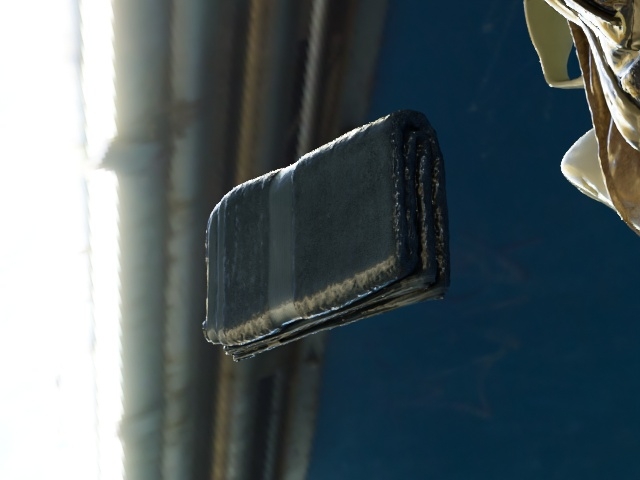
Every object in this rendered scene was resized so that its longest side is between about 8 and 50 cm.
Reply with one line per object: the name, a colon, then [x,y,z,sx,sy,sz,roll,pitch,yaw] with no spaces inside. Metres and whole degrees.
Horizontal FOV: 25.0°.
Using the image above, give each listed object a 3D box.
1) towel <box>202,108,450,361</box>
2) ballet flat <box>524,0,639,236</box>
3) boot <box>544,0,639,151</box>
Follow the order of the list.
towel: [0.000,0.000,0.520,0.119,0.029,0.067,-23,-119,50]
ballet flat: [0.182,-0.103,0.849,0.124,0.116,0.342,-36,-117,51]
boot: [0.130,-0.170,0.631,0.178,0.085,0.236,72,3,-46]
